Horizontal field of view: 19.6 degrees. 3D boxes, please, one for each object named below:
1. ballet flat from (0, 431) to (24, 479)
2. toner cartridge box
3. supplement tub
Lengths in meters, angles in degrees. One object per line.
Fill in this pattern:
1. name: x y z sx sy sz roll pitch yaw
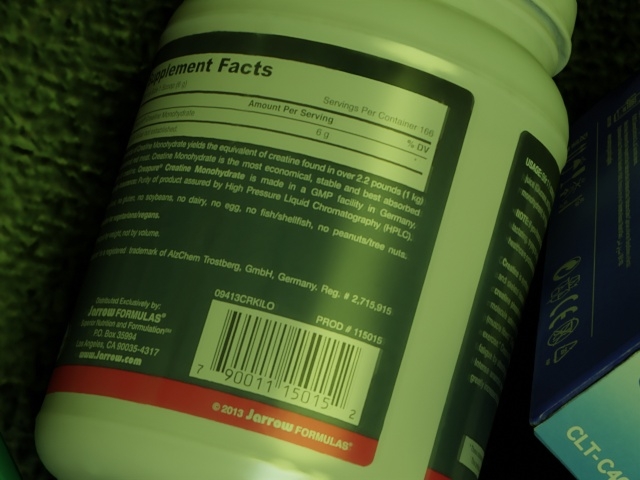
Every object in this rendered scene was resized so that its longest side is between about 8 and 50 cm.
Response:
1. ballet flat: -0.181 0.074 0.809 0.086 0.086 0.248 -17 88 -23
2. toner cartridge box: 0.180 0.042 0.826 0.075 0.348 0.165 -41 101 21
3. supplement tub: 0.000 0.000 0.821 0.191 0.191 0.272 21 76 -18
